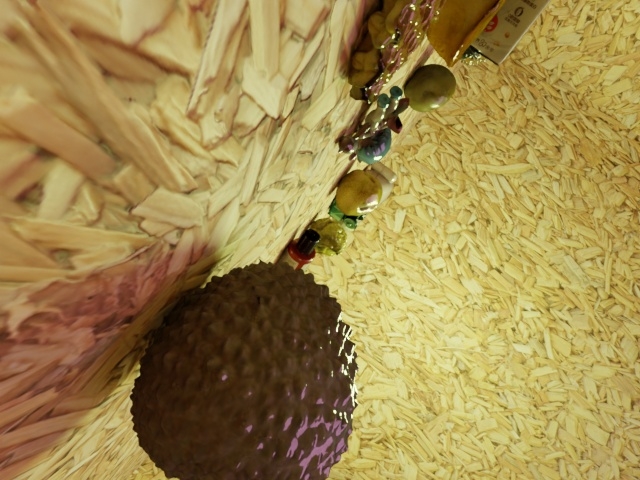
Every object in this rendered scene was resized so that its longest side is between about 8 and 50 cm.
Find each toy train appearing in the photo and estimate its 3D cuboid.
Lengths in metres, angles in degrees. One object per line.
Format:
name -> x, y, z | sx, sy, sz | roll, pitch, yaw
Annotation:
toy train -> 0.133, -0.149, 1.763 | 0.115, 0.154, 0.269 | -51, 177, -27

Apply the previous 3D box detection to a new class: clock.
clock -> 0.211, -0.210, 2.122 | 0.326, 0.184, 0.342 | -45, 169, -26

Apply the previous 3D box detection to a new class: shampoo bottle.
shampoo bottle -> -0.085, 0.066, 1.502 | 0.278, 0.104, 0.104 | -54, 176, 40

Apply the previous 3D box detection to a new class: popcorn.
popcorn -> 0.008, 0.004, 1.656 | 0.195, 0.168, 0.173 | -42, -142, 23

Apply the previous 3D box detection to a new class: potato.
potato -> 0.348, -0.480, 1.317 | 0.154, 0.137, 0.200 | -53, 178, 28

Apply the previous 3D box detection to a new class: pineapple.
pineapple -> 0.509, -0.669, 1.384 | 0.169, 0.169, 0.340 | -54, 173, 32

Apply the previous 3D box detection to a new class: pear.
pear -> 0.136, -0.169, 1.520 | 0.178, 0.178, 0.178 | -52, 177, -4

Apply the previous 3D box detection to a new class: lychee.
lychee -> -0.117, 0.245, 0.729 | 0.380, 0.380, 0.432 | 122, -11, -62

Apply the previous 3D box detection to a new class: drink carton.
drink carton -> 0.500, -0.653, 1.069 | 0.324, 0.194, 0.132 | -55, 177, 39

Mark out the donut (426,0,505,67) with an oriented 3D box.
donut -> 0.354, -0.547, 0.936 | 0.303, 0.110, 0.303 | -51, 177, -4

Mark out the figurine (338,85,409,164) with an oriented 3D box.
figurine -> 0.127, -0.256, 0.995 | 0.205, 0.103, 0.260 | -51, 177, -17

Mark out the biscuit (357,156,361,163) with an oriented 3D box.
biscuit -> 0.196, -0.367, 1.370 | 0.133, 0.032, 0.250 | -51, 176, -30

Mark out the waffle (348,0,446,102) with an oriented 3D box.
waffle -> 0.141, -0.348, 0.637 | 0.301, 0.058, 0.281 | -50, 178, -45
